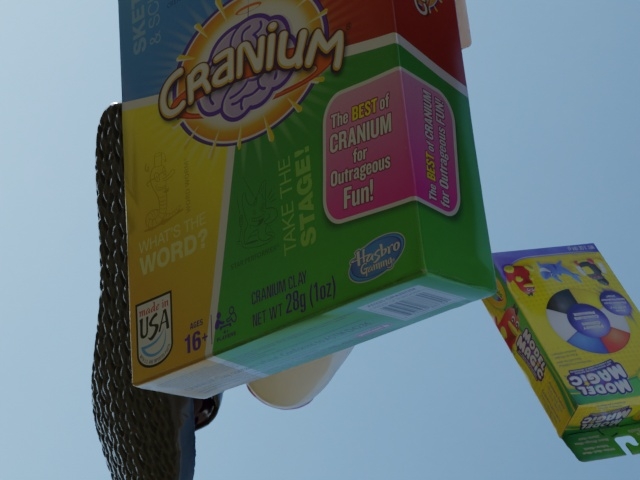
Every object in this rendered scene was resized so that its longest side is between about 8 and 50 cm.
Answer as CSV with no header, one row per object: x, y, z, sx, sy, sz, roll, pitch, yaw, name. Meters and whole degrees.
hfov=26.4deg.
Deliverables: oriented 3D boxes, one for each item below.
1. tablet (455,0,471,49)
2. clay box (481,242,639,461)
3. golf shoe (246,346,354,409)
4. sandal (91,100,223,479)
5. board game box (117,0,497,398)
0.108,-0.205,1.223,0.054,0.006,0.083,-18,-108,35,tablet
0.247,0.100,1.271,0.053,0.127,0.222,108,-33,-41,clay box
0.000,0.000,1.024,0.115,0.140,0.306,18,-73,1,golf shoe
-0.141,0.081,1.316,0.167,0.107,0.446,32,-55,48,sandal
-0.024,-0.086,0.840,0.242,0.064,0.317,-24,-118,38,board game box
